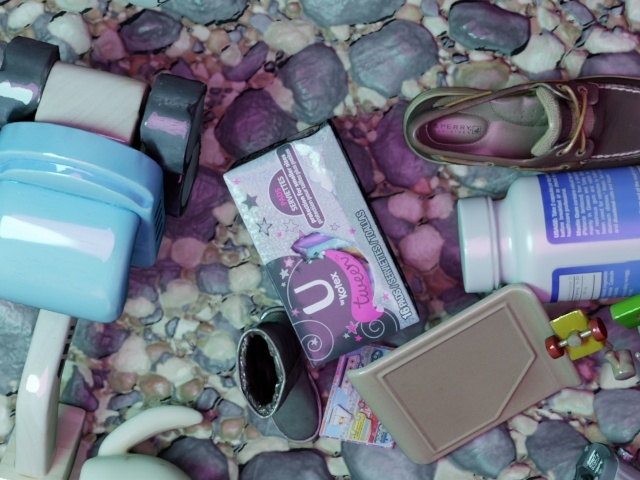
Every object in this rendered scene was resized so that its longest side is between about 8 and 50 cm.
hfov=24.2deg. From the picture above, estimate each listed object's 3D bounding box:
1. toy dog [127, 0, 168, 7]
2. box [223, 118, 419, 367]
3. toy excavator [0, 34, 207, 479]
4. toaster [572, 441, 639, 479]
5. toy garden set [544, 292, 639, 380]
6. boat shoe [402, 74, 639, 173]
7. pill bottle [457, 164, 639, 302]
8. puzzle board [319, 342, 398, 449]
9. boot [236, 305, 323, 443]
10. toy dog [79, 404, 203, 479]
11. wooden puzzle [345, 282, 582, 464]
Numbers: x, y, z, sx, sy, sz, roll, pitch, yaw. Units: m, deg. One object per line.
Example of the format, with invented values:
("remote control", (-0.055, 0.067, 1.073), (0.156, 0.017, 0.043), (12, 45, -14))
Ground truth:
("toy dog", (-0.096, -0.401, 1.654), (0.161, 0.220, 0.333), (22, 99, 1))
("box", (0.000, 0.000, 1.740), (0.142, 0.163, 0.247), (-25, 96, 4))
("toy excavator", (-0.298, 0.052, 1.713), (0.222, 0.433, 0.445), (15, 71, 0))
("toaster", (0.351, 0.368, 1.801), (0.146, 0.129, 0.227), (27, 97, -4))
("toy garden set", (0.394, 0.102, 1.733), (0.204, 0.244, 0.049), (-26, 57, 27))
("boat shoe", (0.267, -0.131, 1.731), (0.342, 0.123, 0.123), (2, 99, 2))
("pill bottle", (0.299, -0.006, 1.735), (0.272, 0.152, 0.152), (-4, 98, 3))
("puzzle board", (0.060, 0.190, 1.831), (0.096, 0.011, 0.128), (12, 99, -16))
("boot", (-0.046, 0.172, 1.744), (0.076, 0.208, 0.189), (-17, 98, 1))
("toy dog", (-0.115, 0.428, 1.784), (0.408, 0.284, 0.395), (15, 62, 1))
("wooden puzzle", (0.172, 0.158, 1.770), (0.239, 0.044, 0.221), (-27, 136, 8))
